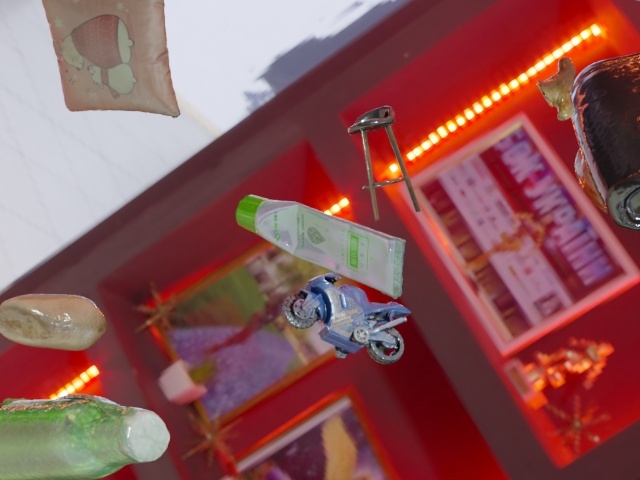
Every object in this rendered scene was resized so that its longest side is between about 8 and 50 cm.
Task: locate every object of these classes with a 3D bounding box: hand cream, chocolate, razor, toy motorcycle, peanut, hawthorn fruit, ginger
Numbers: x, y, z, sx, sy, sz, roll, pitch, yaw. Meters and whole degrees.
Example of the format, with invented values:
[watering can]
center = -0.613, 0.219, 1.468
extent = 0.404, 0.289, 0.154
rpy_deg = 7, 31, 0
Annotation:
[hand cream]
center = 0.001, 0.000, 1.538
extent = 0.275, 0.050, 0.079
rpy_deg = 21, -31, 36
[chocolate]
center = -0.269, 0.220, 1.262
extent = 0.110, 0.291, 0.110
rpy_deg = 10, 75, -40
[razor]
center = 0.443, -0.147, 1.503
extent = 0.349, 0.204, 0.113
rpy_deg = -86, 158, -58
[toy motorcycle]
center = 0.041, 0.112, 1.729
extent = 0.205, 0.076, 0.114
rpy_deg = 23, 57, -15
[peanut]
center = -0.361, 0.109, 1.535
extent = 0.152, 0.076, 0.076
rpy_deg = 7, 36, -26
[hawthorn fruit]
center = 0.499, -0.114, 1.919
extent = 0.133, 0.133, 0.138
rpy_deg = -88, 155, -75
[ginger]
center = 0.285, -0.183, 1.388
extent = 0.030, 0.048, 0.097
rpy_deg = 112, -9, -58

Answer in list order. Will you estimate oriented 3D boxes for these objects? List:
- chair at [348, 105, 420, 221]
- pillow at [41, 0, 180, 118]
[chair]
center = 0.109, -0.147, 2.173
extent = 0.095, 0.104, 0.221
rpy_deg = -3, 81, -58
[pillow]
center = -0.335, -0.309, 1.839
extent = 0.084, 0.223, 0.236
rpy_deg = -54, 146, -55
